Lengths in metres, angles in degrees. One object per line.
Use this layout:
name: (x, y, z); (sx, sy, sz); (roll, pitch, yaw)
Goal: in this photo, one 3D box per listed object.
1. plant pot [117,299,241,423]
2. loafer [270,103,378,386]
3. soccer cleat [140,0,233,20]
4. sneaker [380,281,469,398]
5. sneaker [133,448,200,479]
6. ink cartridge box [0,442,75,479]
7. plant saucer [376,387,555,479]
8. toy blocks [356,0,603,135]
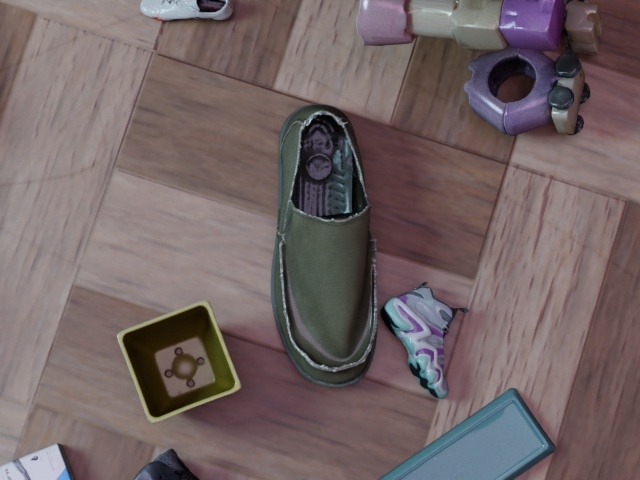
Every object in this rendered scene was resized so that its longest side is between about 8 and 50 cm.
plant pot: (-0.117, 0.104, 1.278); (0.081, 0.083, 0.081); (-21, 83, -4)
loafer: (0.000, 0.000, 1.294); (0.094, 0.087, 0.251); (-7, 82, -3)
soccer cleat: (-0.119, -0.210, 1.347); (0.083, 0.035, 0.029); (4, 82, -1)
sneaker: (0.103, 0.082, 1.311); (0.069, 0.038, 0.098); (-30, 97, -16)
sneaker: (-0.073, 0.233, 1.247); (0.269, 0.101, 0.153); (-23, 85, 0)
ink cartridge box: (-0.253, 0.210, 1.286); (0.083, 0.028, 0.048); (-22, 83, -4)
plant saucer: (0.109, 0.206, 1.304); (0.192, 0.018, 0.067); (-34, 84, -5)
toy blocks: (0.096, -0.279, 1.276); (0.260, 0.309, 0.288); (8, 72, 21)
